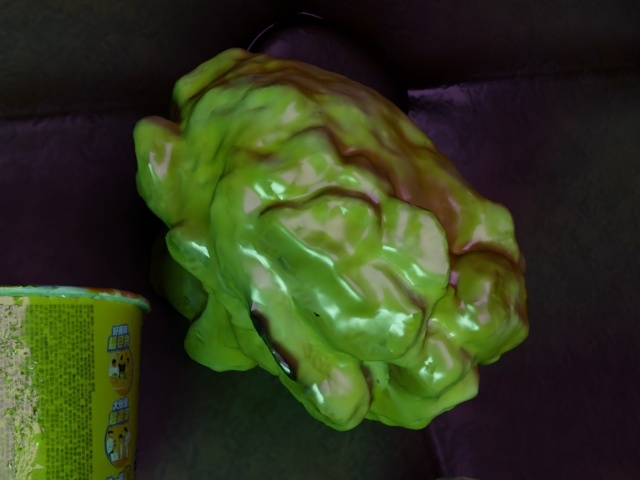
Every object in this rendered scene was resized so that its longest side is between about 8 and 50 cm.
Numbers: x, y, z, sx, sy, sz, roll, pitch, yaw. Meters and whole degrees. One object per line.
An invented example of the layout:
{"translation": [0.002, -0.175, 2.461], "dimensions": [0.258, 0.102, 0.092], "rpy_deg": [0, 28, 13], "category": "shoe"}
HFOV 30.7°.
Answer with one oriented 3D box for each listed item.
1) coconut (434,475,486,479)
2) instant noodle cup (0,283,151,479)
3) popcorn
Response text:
{"translation": [0.114, 0.267, 0.732], "dimensions": [0.239, 0.239, 0.244], "rpy_deg": [-17, 79, -29], "category": "coconut"}
{"translation": [-0.192, 0.114, 0.675], "dimensions": [0.205, 0.205, 0.153], "rpy_deg": [-2, 76, -25], "category": "instant noodle cup"}
{"translation": [0.000, 0.000, 0.781], "dimensions": [0.215, 0.252, 0.286], "rpy_deg": [-40, 83, -19], "category": "popcorn"}
